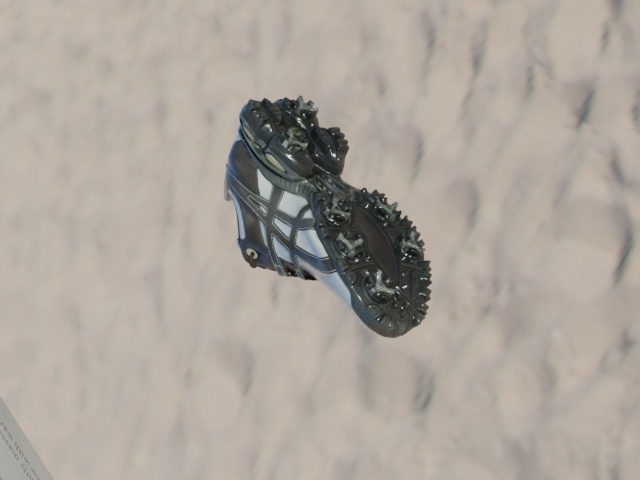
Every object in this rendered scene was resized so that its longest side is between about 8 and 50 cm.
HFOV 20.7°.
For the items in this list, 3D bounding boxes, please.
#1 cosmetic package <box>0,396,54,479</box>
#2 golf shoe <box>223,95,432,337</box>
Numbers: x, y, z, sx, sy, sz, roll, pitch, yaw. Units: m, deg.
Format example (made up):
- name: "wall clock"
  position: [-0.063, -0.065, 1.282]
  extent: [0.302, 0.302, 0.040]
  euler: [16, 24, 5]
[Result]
- name: "cosmetic package"
  position: [-0.196, 0.178, 0.609]
  extent: [0.155, 0.197, 0.365]
  euler: [-26, 14, 12]
- name: "golf shoe"
  position: [0.000, 0.000, 1.105]
  extent: [0.094, 0.077, 0.198]
  euler: [-58, 46, 33]
